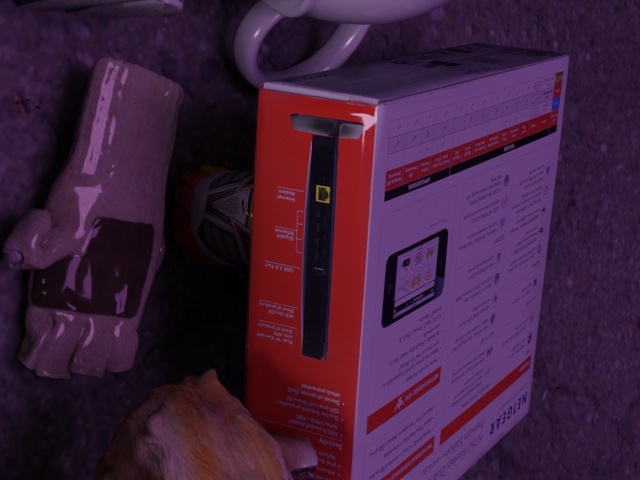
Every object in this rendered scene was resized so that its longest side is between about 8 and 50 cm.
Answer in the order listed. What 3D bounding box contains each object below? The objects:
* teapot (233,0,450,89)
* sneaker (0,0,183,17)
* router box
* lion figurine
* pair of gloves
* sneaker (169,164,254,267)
[{"bbox_3d":[-0.008,-0.233,0.831,0.187,0.252,0.256,-33,102,-14],"label":"teapot"},{"bbox_3d":[-0.200,-0.235,0.700,0.315,0.127,0.182,5,87,-53],"label":"sneaker"},{"bbox_3d":[0.068,0.027,0.901,0.335,0.082,0.301,-22,120,-59],"label":"router box"},{"bbox_3d":[-0.112,0.281,0.753,0.142,0.240,0.392,6,127,-50],"label":"lion figurine"},{"bbox_3d":[-0.190,-0.017,0.775,0.240,0.042,0.204,5,93,-44],"label":"pair of gloves"},{"bbox_3d":[0.000,0.000,0.934,0.225,0.092,0.088,9,86,-47],"label":"sneaker"}]
